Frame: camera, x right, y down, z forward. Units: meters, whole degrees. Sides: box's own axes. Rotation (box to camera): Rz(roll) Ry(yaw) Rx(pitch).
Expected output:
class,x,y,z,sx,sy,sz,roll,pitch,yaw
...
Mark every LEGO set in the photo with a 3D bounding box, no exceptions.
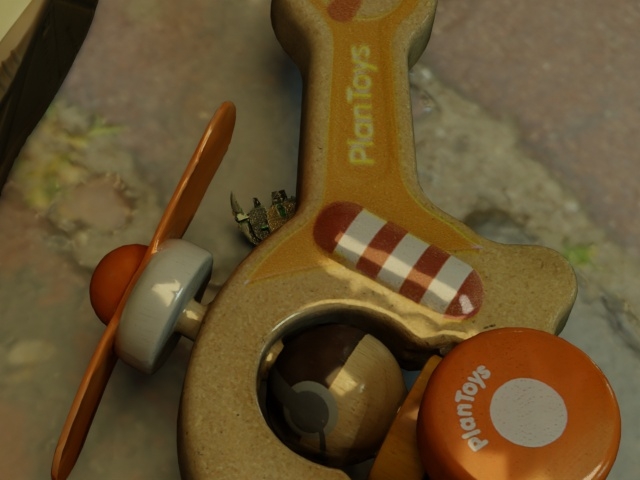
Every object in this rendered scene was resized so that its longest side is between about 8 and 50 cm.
class,x,y,z,sx,sy,sz,roll,pitch,yaw
LEGO set,-0.009,-0.002,0.953,0.083,0.023,0.054,40,64,-3

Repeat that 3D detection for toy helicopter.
class,x,y,z,sx,sy,sz,roll,pitch,yaw
toy helicopter,0.000,0.000,0.889,0.235,0.140,0.355,2,59,-4

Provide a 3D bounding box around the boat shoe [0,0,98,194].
class,x,y,z,sx,sy,sz,roll,pitch,yaw
boat shoe,-0.199,-0.054,0.899,0.098,0.109,0.302,18,54,6
